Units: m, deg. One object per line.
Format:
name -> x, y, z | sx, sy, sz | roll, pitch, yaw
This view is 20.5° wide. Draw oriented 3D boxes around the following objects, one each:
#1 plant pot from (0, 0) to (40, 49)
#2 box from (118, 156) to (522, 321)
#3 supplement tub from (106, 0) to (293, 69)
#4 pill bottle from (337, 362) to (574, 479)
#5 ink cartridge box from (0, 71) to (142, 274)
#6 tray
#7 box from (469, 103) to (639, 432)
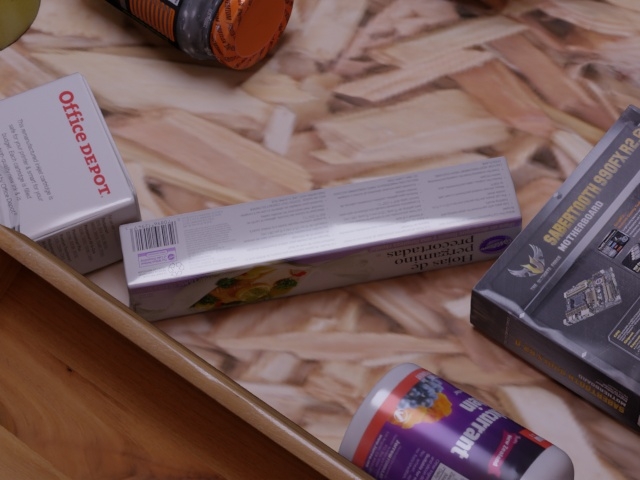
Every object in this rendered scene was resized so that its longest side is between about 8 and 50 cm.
plant pot -> -0.328, -0.245, 1.600 | 0.134, 0.095, 0.134 | -2, 58, 3
box -> 0.000, 0.000, 1.438 | 0.324, 0.063, 0.067 | -11, 59, -2
supplement tub -> -0.123, -0.236, 1.566 | 0.190, 0.117, 0.117 | 35, 66, 22
pill bottle -> 0.117, 0.179, 1.289 | 0.193, 0.108, 0.108 | 30, 64, 20
ink cartridge box -> -0.263, -0.032, 1.465 | 0.203, 0.086, 0.148 | -20, 59, -9
tray -> -0.133, 0.179, 1.291 | 0.411, 0.076, 0.203 | 33, 90, 21
box -> 0.258, 0.022, 1.408 | 0.183, 0.056, 0.231 | 32, 64, 22
